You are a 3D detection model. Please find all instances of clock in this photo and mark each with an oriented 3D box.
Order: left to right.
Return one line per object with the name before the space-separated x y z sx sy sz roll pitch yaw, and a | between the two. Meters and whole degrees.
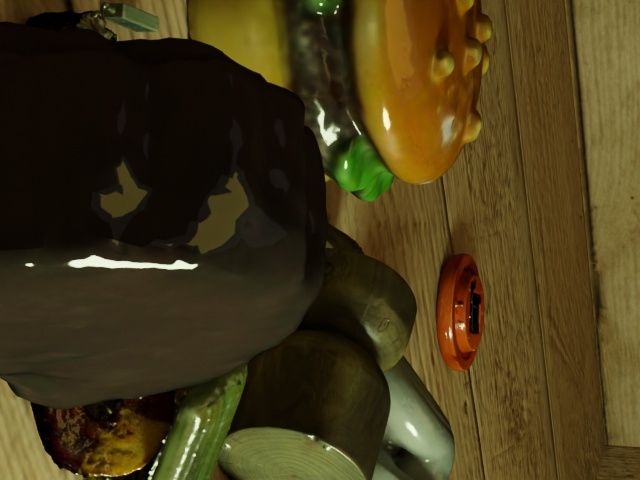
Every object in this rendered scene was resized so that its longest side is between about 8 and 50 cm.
clock | 0.247 0.125 2.552 0.205 0.051 0.205 2 90 -69

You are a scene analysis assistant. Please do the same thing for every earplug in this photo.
earplug | 0.098 0.283 2.023 0.214 0.175 0.326 45 40 -70

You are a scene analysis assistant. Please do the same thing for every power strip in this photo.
power strip | -0.185 -0.216 1.421 0.083 0.027 0.017 7 85 -68

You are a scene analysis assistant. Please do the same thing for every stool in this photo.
stool | 0.000 0.164 1.713 0.179 0.179 0.264 69 30 -45

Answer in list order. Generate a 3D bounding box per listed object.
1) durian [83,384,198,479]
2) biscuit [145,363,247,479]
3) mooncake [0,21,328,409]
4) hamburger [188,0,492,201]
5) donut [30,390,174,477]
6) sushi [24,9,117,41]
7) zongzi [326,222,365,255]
durian | -0.168 0.183 1.385 0.208 0.102 0.146 -60 151 -46
biscuit | -0.136 0.241 1.351 0.099 0.038 0.322 -37 154 -52
mooncake | -0.173 -0.013 1.060 0.381 0.350 0.212 58 28 -71
hamburger | 0.042 -0.239 1.673 0.395 0.277 0.396 -1 90 -70
donut | -0.196 0.136 1.290 0.059 0.140 0.141 180 -89 -68
sushi | -0.210 -0.125 1.284 0.090 0.078 0.150 -55 142 -56
zongzi | 0.000 0.000 1.886 0.176 0.078 0.160 59 11 -15
